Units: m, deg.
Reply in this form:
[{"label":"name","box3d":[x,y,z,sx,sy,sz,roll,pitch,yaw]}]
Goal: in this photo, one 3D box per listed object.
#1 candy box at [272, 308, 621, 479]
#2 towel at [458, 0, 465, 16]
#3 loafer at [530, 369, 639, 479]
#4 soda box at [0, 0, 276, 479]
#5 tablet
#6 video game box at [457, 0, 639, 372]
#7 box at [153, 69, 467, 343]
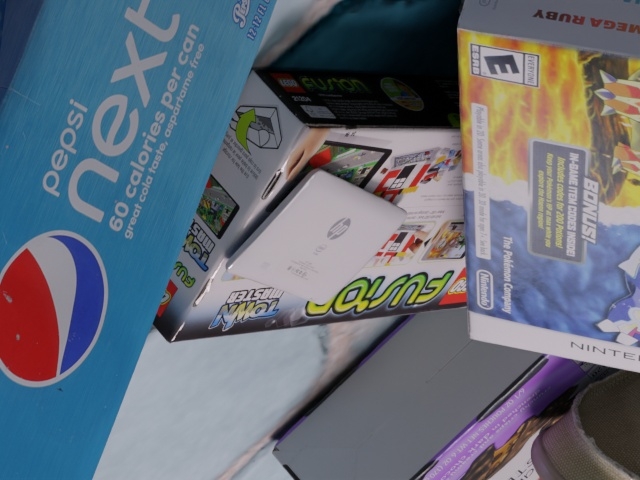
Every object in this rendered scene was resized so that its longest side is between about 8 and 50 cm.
[{"label":"candy box","box3d":[0.087,0.098,1.019,0.165,0.070,0.196,-44,153,4]},{"label":"towel","box3d":[0.230,-0.204,0.801,0.312,0.056,0.324,-3,137,-47]},{"label":"loafer","box3d":[0.224,0.081,0.983,0.268,0.102,0.092,-11,132,-34]},{"label":"soda box","box3d":[-0.071,-0.027,0.441,0.071,0.067,0.210,31,76,-51]},{"label":"tablet","box3d":[0.000,0.000,0.751,0.054,0.006,0.083,-47,153,11]},{"label":"video game box","box3d":[0.149,-0.015,0.744,0.205,0.187,0.048,81,21,-53]},{"label":"box","box3d":[0.023,-0.016,0.806,0.207,0.036,0.114,-3,134,-51]}]
